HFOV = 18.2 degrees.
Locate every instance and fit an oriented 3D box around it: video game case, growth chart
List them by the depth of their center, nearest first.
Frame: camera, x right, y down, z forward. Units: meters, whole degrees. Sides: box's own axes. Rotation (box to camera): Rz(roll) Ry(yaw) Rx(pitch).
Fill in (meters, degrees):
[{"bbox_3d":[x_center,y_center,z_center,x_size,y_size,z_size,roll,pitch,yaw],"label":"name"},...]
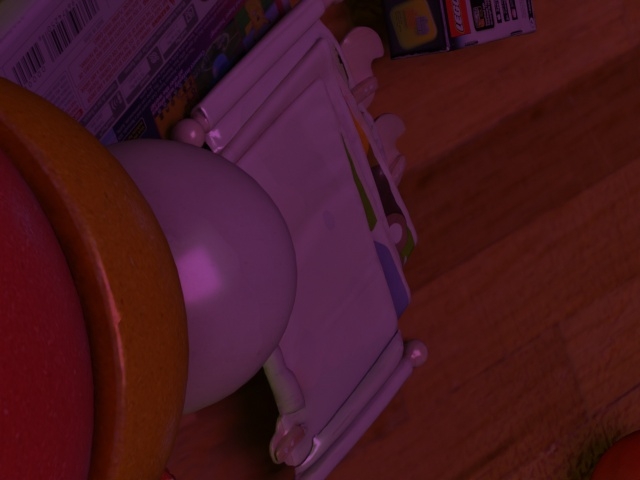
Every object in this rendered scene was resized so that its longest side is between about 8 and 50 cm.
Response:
[{"bbox_3d":[-0.077,-0.074,0.924,0.201,0.023,0.183,-55,143,-35],"label":"video game case"},{"bbox_3d":[0.000,0.000,1.003,0.172,0.021,0.237,-41,124,-45],"label":"growth chart"}]

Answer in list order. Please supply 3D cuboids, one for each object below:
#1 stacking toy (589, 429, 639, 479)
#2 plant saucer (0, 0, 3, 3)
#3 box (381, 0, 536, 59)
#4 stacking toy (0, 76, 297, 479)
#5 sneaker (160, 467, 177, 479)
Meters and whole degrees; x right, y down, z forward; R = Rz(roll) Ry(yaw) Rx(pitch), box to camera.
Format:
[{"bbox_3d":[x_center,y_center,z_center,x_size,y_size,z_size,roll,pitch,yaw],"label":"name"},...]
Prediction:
[{"bbox_3d":[0.129,0.227,1.082,0.330,0.141,0.141,-45,115,-36],"label":"stacking toy"},{"bbox_3d":[-0.241,-0.230,0.820,0.333,0.081,0.332,33,70,-32],"label":"plant saucer"},{"bbox_3d":[0.062,-0.205,1.059,0.114,0.036,0.207,-19,102,-58],"label":"box"},{"bbox_3d":[-0.165,0.049,0.690,0.480,0.351,0.350,-11,97,-58],"label":"stacking toy"},{"bbox_3d":[-0.093,0.138,0.942,0.067,0.064,0.175,-49,115,-16],"label":"sneaker"}]
